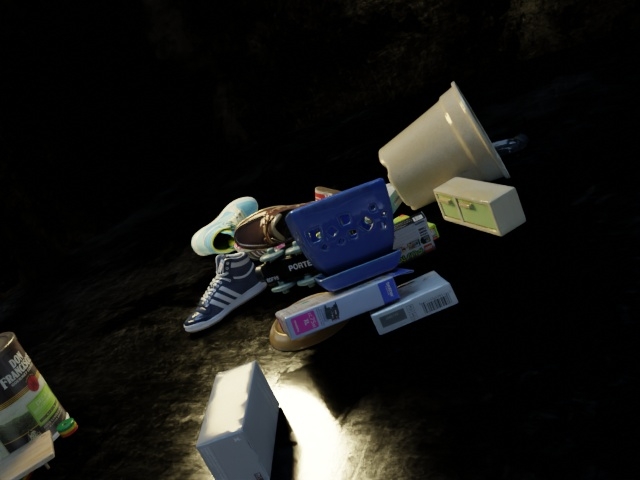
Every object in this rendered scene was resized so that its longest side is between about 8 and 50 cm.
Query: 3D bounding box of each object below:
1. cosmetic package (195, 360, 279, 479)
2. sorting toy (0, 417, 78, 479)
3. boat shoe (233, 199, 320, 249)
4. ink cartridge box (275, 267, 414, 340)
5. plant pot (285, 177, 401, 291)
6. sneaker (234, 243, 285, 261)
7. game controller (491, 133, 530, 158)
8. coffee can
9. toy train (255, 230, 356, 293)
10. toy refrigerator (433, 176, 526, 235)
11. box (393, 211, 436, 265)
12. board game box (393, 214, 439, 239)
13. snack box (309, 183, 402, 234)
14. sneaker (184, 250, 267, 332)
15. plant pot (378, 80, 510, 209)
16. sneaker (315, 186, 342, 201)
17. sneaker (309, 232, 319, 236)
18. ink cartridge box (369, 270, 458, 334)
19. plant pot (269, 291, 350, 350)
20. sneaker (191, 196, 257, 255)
[{"bbox_3d":[-0.154,0.356,1.293,0.107,0.127,0.238,-20,18,12],"label":"cosmetic package"},{"bbox_3d":[-0.701,0.537,1.584,0.274,0.046,0.132,-31,21,-17],"label":"sorting toy"},{"bbox_3d":[-0.118,-0.046,1.951,0.342,0.123,0.123,-11,-1,21],"label":"boat shoe"},{"bbox_3d":[0.058,0.141,1.535,0.311,0.065,0.186,-23,2,-9],"label":"ink cartridge box"},{"bbox_3d":[0.061,-0.005,1.602,0.236,0.212,0.236,-20,1,-5],"label":"plant pot"},{"bbox_3d":[-0.206,0.032,2.269,0.170,0.074,0.063,-5,46,-5],"label":"sneaker"},{"bbox_3d":[0.539,-0.291,2.244,0.319,0.067,0.166,-10,10,35],"label":"game controller"},{"bbox_3d":[-0.808,0.404,1.708,0.202,0.275,0.201,-21,20,8],"label":"coffee can"},{"bbox_3d":[-0.024,0.049,1.925,0.334,0.142,0.190,-18,7,27],"label":"toy train"},{"bbox_3d":[0.420,-0.095,1.799,0.094,0.102,0.269,-30,21,-14],"label":"toy refrigerator"},{"bbox_3d":[0.193,0.016,1.761,0.207,0.114,0.036,-24,35,1],"label":"box"},{"bbox_3d":[0.249,-0.022,1.900,0.092,0.043,0.181,-30,20,-15],"label":"board game box"},{"bbox_3d":[0.114,-0.106,2.244,0.322,0.060,0.187,-12,22,33],"label":"snack box"},{"bbox_3d":[-0.306,0.142,1.968,0.282,0.153,0.099,-33,21,-23],"label":"sneaker"},{"bbox_3d":[0.359,-0.260,2.033,0.305,0.334,0.334,-30,18,17],"label":"plant pot"},{"bbox_3d":[0.036,-0.139,2.286,0.118,0.067,0.042,18,34,21],"label":"sneaker"},{"bbox_3d":[0.000,0.000,2.133,0.144,0.059,0.053,-26,45,48],"label":"sneaker"},{"bbox_3d":[0.208,0.142,1.556,0.189,0.066,0.232,-24,-1,3],"label":"ink cartridge box"},{"bbox_3d":[-0.027,0.195,1.689,0.236,0.032,0.236,-21,20,8],"label":"plant pot"},{"bbox_3d":[-0.321,-0.050,2.527,0.319,0.127,0.208,-45,25,-24],"label":"sneaker"}]
